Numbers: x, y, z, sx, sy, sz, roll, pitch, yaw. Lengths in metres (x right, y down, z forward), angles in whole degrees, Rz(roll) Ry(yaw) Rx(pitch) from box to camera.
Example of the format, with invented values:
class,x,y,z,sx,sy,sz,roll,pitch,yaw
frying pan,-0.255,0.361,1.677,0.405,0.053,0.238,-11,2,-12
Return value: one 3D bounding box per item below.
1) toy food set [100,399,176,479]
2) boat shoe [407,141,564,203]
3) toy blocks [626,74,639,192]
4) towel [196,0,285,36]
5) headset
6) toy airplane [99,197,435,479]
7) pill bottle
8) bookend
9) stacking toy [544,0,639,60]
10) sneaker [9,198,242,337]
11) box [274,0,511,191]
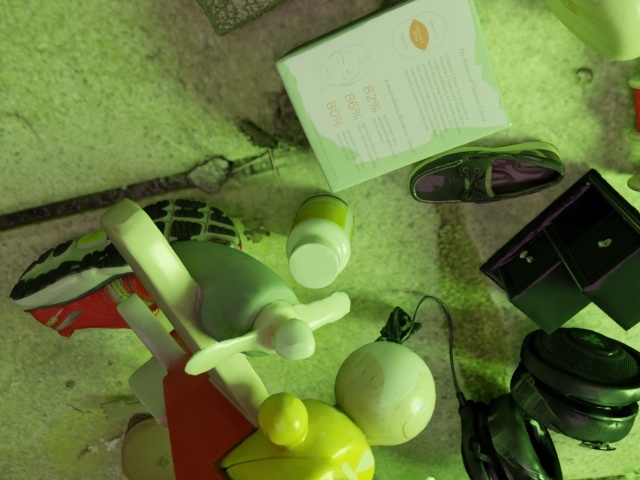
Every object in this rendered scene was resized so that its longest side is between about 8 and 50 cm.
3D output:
class,x,y,z,sx,sy,sz,roll,pitch,yaw
toy food set,-0.214,0.293,0.797,0.132,0.038,0.192,-11,102,7
boat shoe,0.162,-0.065,0.577,0.152,0.049,0.056,-12,113,12
toy blocks,0.345,-0.123,0.527,0.123,0.054,0.148,-7,113,11
towel,-0.059,-0.264,0.526,0.148,0.027,0.110,-27,110,16
headset,0.231,0.202,0.617,0.394,0.185,0.243,36,114,9
toy airplane,-0.035,0.163,0.514,0.272,0.386,0.384,-28,81,-3
pill bottle,0.000,0.000,0.589,0.065,0.116,0.065,2,114,5
bookend,0.243,0.031,0.554,0.072,0.156,0.157,39,114,-11
stacking toy,0.317,-0.291,0.416,0.330,0.141,0.141,-40,104,17
sneaker,-0.204,0.041,0.659,0.279,0.107,0.118,-15,130,17
box,0.066,-0.141,0.531,0.170,0.091,0.130,-19,111,15
